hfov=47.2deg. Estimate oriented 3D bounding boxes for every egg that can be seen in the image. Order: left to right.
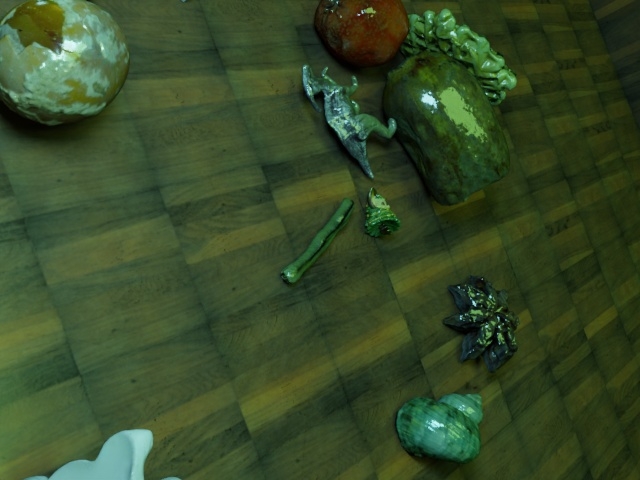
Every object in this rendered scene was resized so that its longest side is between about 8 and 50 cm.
[{"bbox_3d":[-0.390,-0.274,1.110,0.233,0.195,0.195,-43,105,-40],"label":"egg"}]

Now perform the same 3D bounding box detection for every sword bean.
[{"bbox_3d":[0.000,0.001,1.487,0.043,0.038,0.269,57,46,-19],"label":"sword bean"}]

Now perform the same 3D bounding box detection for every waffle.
[{"bbox_3d":[0.323,-0.438,1.810,0.317,0.297,0.073,38,75,-20],"label":"waffle"}]

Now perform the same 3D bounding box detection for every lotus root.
[{"bbox_3d":[0.288,-0.278,1.724,0.346,0.250,0.250,56,45,-13],"label":"lotus root"}]

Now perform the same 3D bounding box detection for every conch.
[{"bbox_3d":[0.264,0.388,1.535,0.176,0.122,0.188,49,38,16],"label":"conch"}]

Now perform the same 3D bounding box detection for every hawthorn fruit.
[{"bbox_3d":[0.109,-0.494,1.678,0.253,0.205,0.205,21,61,-47],"label":"hawthorn fruit"}]

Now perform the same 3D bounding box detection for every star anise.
[{"bbox_3d":[0.408,0.196,1.760,0.223,0.109,0.236,-19,86,-50],"label":"star anise"}]

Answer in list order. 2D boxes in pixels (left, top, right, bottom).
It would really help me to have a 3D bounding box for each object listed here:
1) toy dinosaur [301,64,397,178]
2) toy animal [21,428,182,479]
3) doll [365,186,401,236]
[{"bbox_3d":[0.057,-0.280,1.623,0.294,0.077,0.162,44,49,-17],"label":"toy dinosaur"},{"bbox_3d":[-0.256,0.404,0.976,0.265,0.271,0.206,56,12,-44],"label":"toy animal"},{"bbox_3d":[0.120,-0.059,1.624,0.113,0.076,0.078,59,9,32],"label":"doll"}]
